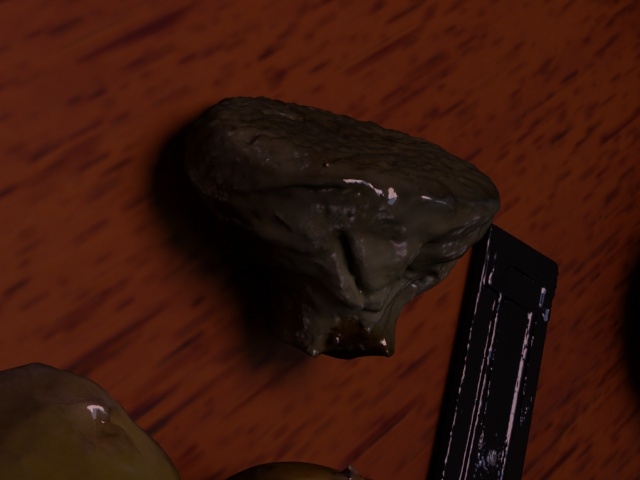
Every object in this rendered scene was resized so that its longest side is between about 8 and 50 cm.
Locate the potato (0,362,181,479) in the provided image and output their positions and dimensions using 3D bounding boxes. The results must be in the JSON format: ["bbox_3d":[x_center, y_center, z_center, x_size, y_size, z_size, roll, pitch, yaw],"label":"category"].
[{"bbox_3d":[-0.127,0.190,0.405,0.202,0.218,0.351,88,18,-64],"label":"potato"}]

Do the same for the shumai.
[{"bbox_3d":[0.000,0.000,0.656,0.123,0.099,0.087,14,107,-15],"label":"shumai"}]

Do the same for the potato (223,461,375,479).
[{"bbox_3d":[-0.022,0.149,0.586,0.176,0.137,0.137,-35,114,-43],"label":"potato"}]

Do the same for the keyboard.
[{"bbox_3d":[0.073,0.097,0.783,0.061,0.013,0.204,30,67,-44],"label":"keyboard"}]
